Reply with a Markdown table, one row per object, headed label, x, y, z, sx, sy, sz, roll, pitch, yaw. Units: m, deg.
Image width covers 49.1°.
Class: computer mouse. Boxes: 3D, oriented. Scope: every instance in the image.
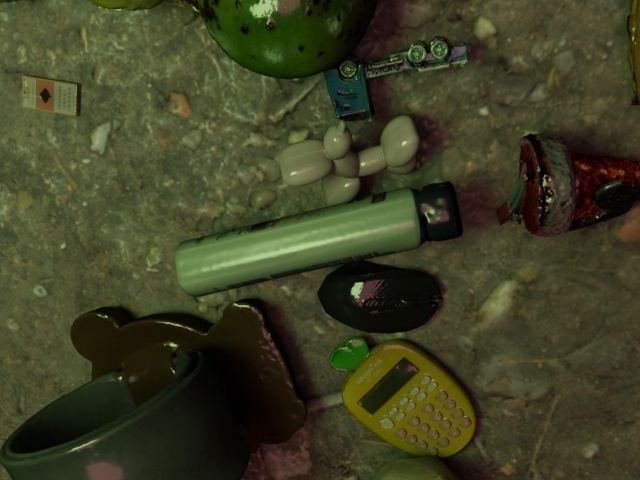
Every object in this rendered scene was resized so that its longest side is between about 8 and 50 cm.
| label | x | y | z | sx | sy | sz | roll | pitch | yaw |
| --- | --- | --- | --- | --- | --- | --- | --- | --- | --- |
| computer mouse | 0.079 | 0.080 | 0.951 | 0.172 | 0.057 | 0.099 | 2 | 105 | 8 |

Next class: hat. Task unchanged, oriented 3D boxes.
| label | x | y | z | sx | sy | sz | roll | pitch | yaw |
| --- | --- | --- | --- | --- | --- | --- | --- | --- | --- |
| hat | 0.334 | -0.063 | 0.832 | 0.227 | 0.129 | 0.140 | -4 | 137 | 5 |

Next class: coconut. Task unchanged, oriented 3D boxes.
| label | x | y | z | sx | sy | sz | roll | pitch | yaw |
| --- | --- | --- | --- | --- | --- | --- | --- | --- | --- |
| coconut | 0.138 | 0.382 | 0.959 | 0.170 | 0.171 | 0.183 | 26 | 135 | 3 |

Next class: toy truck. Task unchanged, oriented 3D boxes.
| label | x | y | z | sx | sy | sz | roll | pitch | yaw |
| --- | --- | --- | --- | --- | --- | --- | --- | --- | --- |
| toy truck | 0.095 | -0.199 | 0.865 | 0.175 | 0.067 | 0.081 | -10 | 110 | 11 |

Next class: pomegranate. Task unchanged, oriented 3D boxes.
| label | x | y | z | sx | sy | sz | roll | pitch | yaw |
| --- | --- | --- | --- | --- | --- | --- | --- | --- | --- |
| pomegranate | -0.042 | -0.294 | 0.772 | 0.211 | 0.263 | 0.211 | -3 | 74 | 11 |

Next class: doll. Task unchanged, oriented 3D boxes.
| label | x | y | z | sx | sy | sz | roll | pitch | yaw |
| --- | --- | --- | --- | --- | --- | --- | --- | --- | --- |
| doll | 0.050 | -0.102 | 0.873 | 0.160 | 0.161 | 0.059 | -29 | 58 | 27 |

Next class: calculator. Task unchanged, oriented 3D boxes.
| label | x | y | z | sx | sy | sz | roll | pitch | yaw |
| --- | --- | --- | --- | --- | --- | --- | --- | --- | --- |
| calculator | 0.116 | 0.220 | 0.999 | 0.235 | 0.032 | 0.146 | 41 | 109 | -4 |

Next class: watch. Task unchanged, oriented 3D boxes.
| label | x | y | z | sx | sy | sz | roll | pitch | yaw |
| --- | --- | --- | --- | --- | --- | --- | --- | --- | --- |
| watch | -0.220 | 0.249 | 0.919 | 0.335 | 0.327 | 0.314 | -19 | 102 | 15 |

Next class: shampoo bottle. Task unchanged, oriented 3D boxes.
| label | x | y | z | sx | sy | sz | roll | pitch | yaw |
| --- | --- | --- | --- | --- | --- | --- | --- | --- | --- |
| shampoo bottle | 0.000 | 0.000 | 0.904 | 0.359 | 0.134 | 0.078 | -13 | 84 | 14 |

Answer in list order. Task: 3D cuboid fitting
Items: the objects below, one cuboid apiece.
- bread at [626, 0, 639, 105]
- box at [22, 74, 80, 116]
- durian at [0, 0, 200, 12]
| label | x | y | z | sx | sy | sz | roll | pitch | yaw |
| --- | --- | --- | --- | --- | --- | --- | --- | --- | --- |
| bread | 0.460 | -0.237 | 0.758 | 0.235 | 0.099 | 0.211 | -1 | 106 | 11 |
| box | -0.378 | -0.203 | 0.984 | 0.083 | 0.012 | 0.046 | 10 | 108 | 8 |
| durian | -0.269 | -0.353 | 0.864 | 0.306 | 0.166 | 0.172 | -1 | 76 | 6 |
